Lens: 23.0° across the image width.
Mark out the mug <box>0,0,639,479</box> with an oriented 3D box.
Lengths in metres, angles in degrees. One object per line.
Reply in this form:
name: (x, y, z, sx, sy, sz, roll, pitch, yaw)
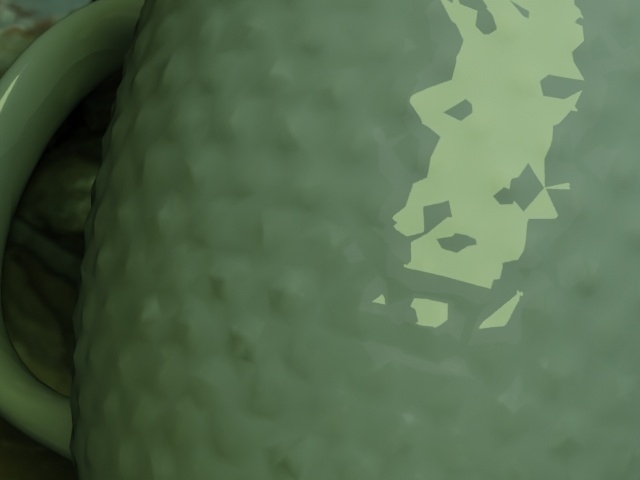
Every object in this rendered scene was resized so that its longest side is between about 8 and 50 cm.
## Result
mug: (0.000, 0.000, 0.649, 0.374, 0.276, 0.328, 11, 76, 27)
